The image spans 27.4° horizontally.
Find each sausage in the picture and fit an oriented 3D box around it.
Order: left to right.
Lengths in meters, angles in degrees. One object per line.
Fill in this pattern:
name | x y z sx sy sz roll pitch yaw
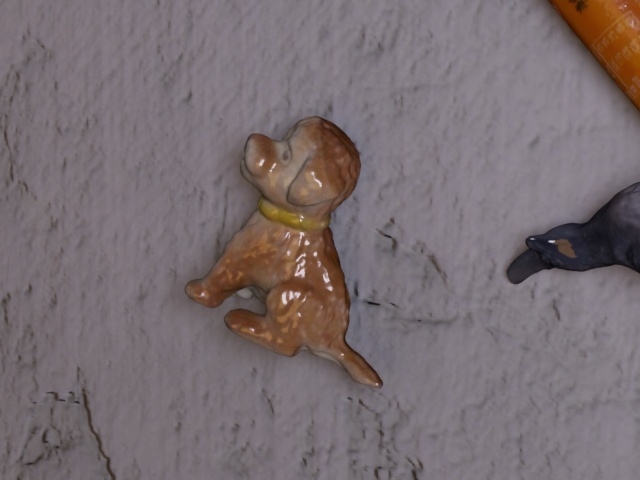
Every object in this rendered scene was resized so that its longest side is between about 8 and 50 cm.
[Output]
sausage | 0.236 -0.139 0.940 0.071 0.071 0.234 -41 81 26

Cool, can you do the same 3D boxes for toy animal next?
toy animal | 0.005 0.004 1.061 0.184 0.104 0.185 29 106 19
toy animal | 0.291 -0.007 0.896 0.367 0.081 0.206 9 147 25
